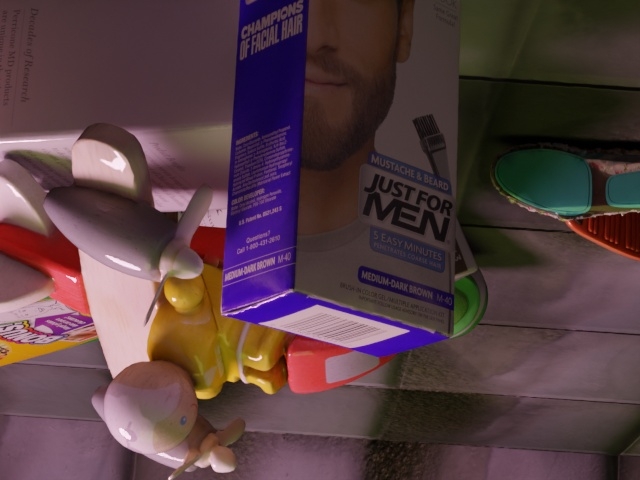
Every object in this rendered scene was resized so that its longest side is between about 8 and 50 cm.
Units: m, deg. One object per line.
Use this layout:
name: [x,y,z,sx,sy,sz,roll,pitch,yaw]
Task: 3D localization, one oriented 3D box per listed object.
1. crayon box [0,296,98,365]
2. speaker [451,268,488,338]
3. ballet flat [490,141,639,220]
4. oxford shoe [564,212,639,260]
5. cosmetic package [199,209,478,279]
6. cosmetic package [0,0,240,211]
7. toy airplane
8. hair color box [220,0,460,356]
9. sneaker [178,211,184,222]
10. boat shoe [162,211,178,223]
crayon box: [-0.375,0.066,2.275,0.313,0.106,0.363,-16,166,11]
speaker: [0.110,0.041,2.372,0.131,0.131,0.296,-6,161,28]
ballet flat: [0.311,-0.065,2.068,0.241,0.091,0.077,6,-175,4]
oxford shoe: [0.388,-0.012,2.200,0.271,0.097,0.098,13,167,-27]
cosmetic package: [0.000,0.000,2.048,0.156,0.217,0.385,-19,172,-24]
cosmetic package: [-0.232,-0.133,1.808,0.453,0.161,0.230,-2,163,17]
toy airplane: [-0.165,0.072,1.719,0.386,0.272,0.384,35,137,-29]
hair color box: [0.023,-0.085,1.606,0.185,0.339,0.110,17,155,-37]
sneaker: [-0.182,-0.027,2.315,0.086,0.085,0.237,-33,150,3]
boat shoe: [-0.218,-0.034,2.029,0.110,0.121,0.341,1,-166,2]
